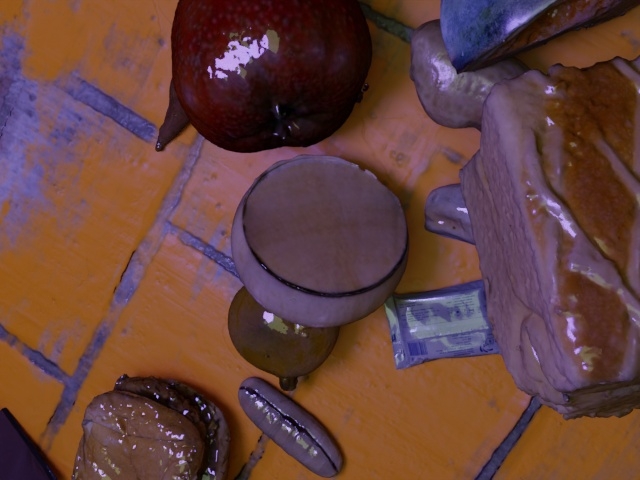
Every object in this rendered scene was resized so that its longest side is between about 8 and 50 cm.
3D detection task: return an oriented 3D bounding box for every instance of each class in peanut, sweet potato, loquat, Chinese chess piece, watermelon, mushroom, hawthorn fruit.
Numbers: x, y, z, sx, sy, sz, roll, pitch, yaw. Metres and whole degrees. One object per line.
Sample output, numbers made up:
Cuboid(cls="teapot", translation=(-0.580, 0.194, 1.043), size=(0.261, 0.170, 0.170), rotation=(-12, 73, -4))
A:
Cuboid(cls="peanut", translation=(0.226, -0.208, 1.196), size=(0.253, 0.122, 0.137), rotation=(33, 104, 3))
Cuboid(cls="sweet potato", translation=(-0.211, -0.234, 1.334), size=(0.068, 0.068, 0.226), rotation=(41, 107, 6))
Cuboid(cls="loquat", translation=(-0.054, 0.134, 1.296), size=(0.172, 0.149, 0.205), rotation=(-4, 105, 12))
Cuboid(cls="Chinese chess piece", translation=(0.000, 0.000, 1.218), size=(0.257, 0.257, 0.104), rotation=(32, 147, 9))
Cuboid(cls="watermelon", translation=(0.303, -0.362, 1.090), size=(0.321, 0.175, 0.188), rotation=(-27, 87, -19))
Cuboid(cls="mushroom", translation=(0.310, 0.017, 1.217), size=(0.351, 0.095, 0.123), rotation=(31, 120, 10))
Cuboid(cls="hawthorn fruit", translation=(-0.086, -0.307, 1.194), size=(0.284, 0.285, 0.369), rotation=(-20, 80, 16))

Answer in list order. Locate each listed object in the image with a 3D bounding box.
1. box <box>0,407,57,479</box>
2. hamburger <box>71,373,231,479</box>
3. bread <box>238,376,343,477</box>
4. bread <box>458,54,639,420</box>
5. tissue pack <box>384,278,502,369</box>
Cuboid(cls="box", translation=(-0.617, 0.450, 1.466), size=(0.188, 0.153, 0.252), rotation=(47, 107, 17))
Cuboid(cls="hamburger", translation=(-0.274, 0.364, 1.384), size=(0.259, 0.144, 0.283), rotation=(27, 107, 21))
Cuboid(cls="bread", translation=(-0.049, 0.301, 1.366), size=(0.214, 0.053, 0.073), rotation=(41, 101, 7))
Cuboid(cls="bread", translation=(0.393, -0.002, 1.027), size=(0.371, 0.279, 0.390), rotation=(-9, 72, -8))
Cuboid(cls="tissue pack", translation=(0.197, 0.126, 1.292), size=(0.193, 0.026, 0.123), rotation=(-10, 95, 16))
